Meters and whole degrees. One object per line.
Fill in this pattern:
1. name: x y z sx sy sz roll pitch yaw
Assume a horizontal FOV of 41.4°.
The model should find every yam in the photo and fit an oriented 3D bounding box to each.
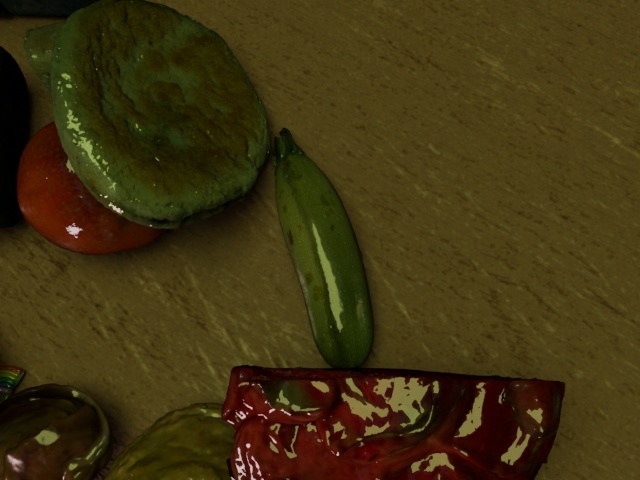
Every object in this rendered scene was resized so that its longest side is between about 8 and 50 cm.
1. yam: -0.301 -0.258 1.171 0.194 0.107 0.107 -6 76 7

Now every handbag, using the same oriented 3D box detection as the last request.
1. handbag: -0.500 -0.134 1.133 0.182 0.181 0.254 -2 76 0

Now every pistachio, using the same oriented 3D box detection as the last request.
1. pistachio: -0.352 0.262 1.045 0.210 0.130 0.165 -19 69 21

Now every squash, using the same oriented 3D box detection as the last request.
1. squash: 0.000 0.000 1.077 0.095 0.094 0.340 -17 75 4

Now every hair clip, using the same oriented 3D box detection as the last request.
1. hair clip: -0.458 0.245 1.111 0.060 0.033 0.188 22 80 13

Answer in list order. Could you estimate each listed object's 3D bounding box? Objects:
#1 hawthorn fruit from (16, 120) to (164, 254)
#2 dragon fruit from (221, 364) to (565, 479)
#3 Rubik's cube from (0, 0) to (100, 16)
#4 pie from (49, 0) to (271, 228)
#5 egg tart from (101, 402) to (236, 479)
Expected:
1. hawthorn fruit: -0.307 -0.071 1.104 0.226 0.197 0.196 -8 74 37
2. dragon fruit: 0.068 0.251 0.869 0.329 0.228 0.285 19 78 -30
3. Rubik's cube: -0.456 -0.507 1.143 0.314 0.318 0.316 5 79 7
4. pie: -0.195 -0.162 1.049 0.071 0.323 0.323 -29 70 43
5. egg tart: -0.143 0.368 0.981 0.340 0.153 0.351 13 78 14
